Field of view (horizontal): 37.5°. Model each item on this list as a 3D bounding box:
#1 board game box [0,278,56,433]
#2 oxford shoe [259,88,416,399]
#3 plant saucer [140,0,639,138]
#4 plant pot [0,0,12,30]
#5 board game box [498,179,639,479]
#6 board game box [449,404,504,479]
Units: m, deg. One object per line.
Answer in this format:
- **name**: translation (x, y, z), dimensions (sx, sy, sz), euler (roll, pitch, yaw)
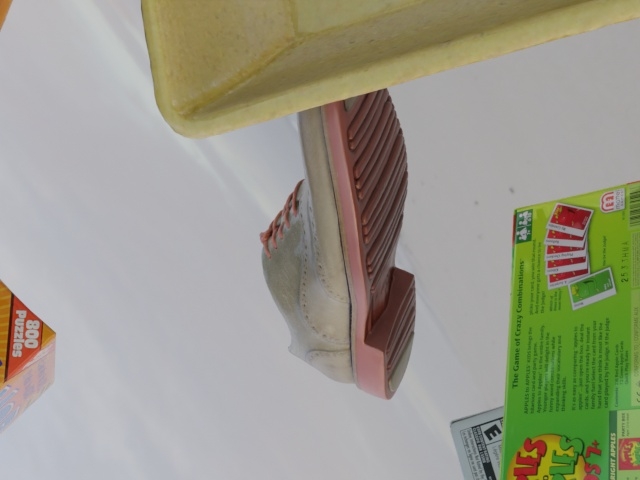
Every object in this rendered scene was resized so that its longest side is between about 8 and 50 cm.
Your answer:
- **board game box**: translation (-0.588, 0.151, 1.179), dimensions (0.356, 0.356, 0.356), euler (45, 157, 1)
- **oxford shoe**: translation (0.000, 0.000, 0.776), dimensions (0.123, 0.130, 0.348), euler (-59, -28, -44)
- **plant saucer**: translation (0.065, -0.233, 0.385), dimensions (0.081, 0.332, 0.333), euler (-1, -99, -63)
- **plant pot**: translation (-0.274, -0.160, 0.475), dimensions (0.203, 0.291, 0.291), euler (24, -169, -15)
- **board game box**: translation (0.142, 0.063, 0.472), dimensions (0.043, 0.092, 0.181), euler (30, -122, -40)
- **board game box**: translation (0.262, 0.183, 0.606), dimensions (0.097, 0.303, 0.224), euler (54, -161, -53)
